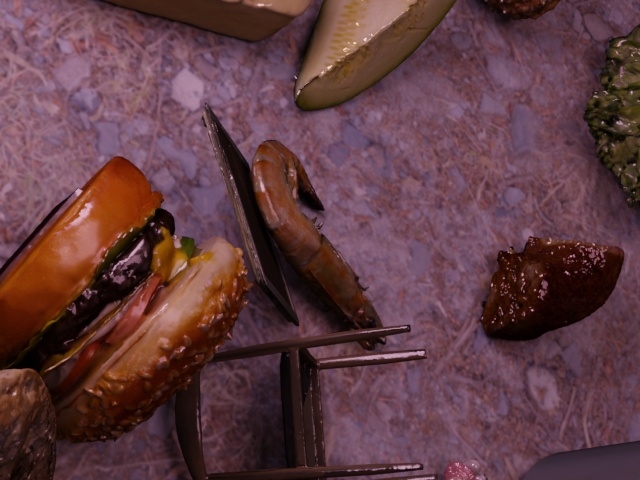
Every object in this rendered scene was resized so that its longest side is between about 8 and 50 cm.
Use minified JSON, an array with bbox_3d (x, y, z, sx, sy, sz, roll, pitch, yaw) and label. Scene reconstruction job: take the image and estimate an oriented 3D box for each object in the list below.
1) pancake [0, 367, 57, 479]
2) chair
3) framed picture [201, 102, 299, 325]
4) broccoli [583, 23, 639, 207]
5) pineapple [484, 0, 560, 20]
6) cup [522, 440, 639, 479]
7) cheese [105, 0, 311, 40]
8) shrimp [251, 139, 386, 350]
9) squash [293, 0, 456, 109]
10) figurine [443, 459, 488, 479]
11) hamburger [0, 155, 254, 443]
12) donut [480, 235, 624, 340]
[{"bbox_3d":[-0.343,0.295,1.432,0.082,0.387,0.387,19,58,11],"label":"pancake"},{"bbox_3d":[-0.013,0.201,1.792,0.272,0.166,0.188,-6,74,9],"label":"chair"},{"bbox_3d":[-0.078,-0.022,1.776,0.016,0.273,0.216,-18,76,3],"label":"framed picture"},{"bbox_3d":[0.510,-0.182,2.206,0.248,0.245,0.288,-23,88,-30],"label":"broccoli"},{"bbox_3d":[0.179,-0.439,2.140,0.364,0.165,0.165,27,61,-21],"label":"pineapple"},{"bbox_3d":[0.404,0.340,1.914,0.205,0.312,0.205,10,71,-30],"label":"cup"},{"bbox_3d":[-0.210,-0.400,1.896,0.384,0.104,0.384,12,67,-31],"label":"cheese"},{"bbox_3d":[0.000,0.000,1.917,0.296,0.058,0.169,55,26,-28],"label":"shrimp"},{"bbox_3d":[0.078,-0.246,2.030,0.169,0.093,0.252,8,59,17],"label":"squash"},{"bbox_3d":[0.152,0.319,1.919,0.129,0.054,0.072,-34,108,-44],"label":"figurine"},{"bbox_3d":[-0.216,0.069,1.623,0.225,0.291,0.291,45,55,-8],"label":"hamburger"},{"bbox_3d":[0.315,0.062,2.075,0.187,0.126,0.144,9,76,-31],"label":"donut"}]
